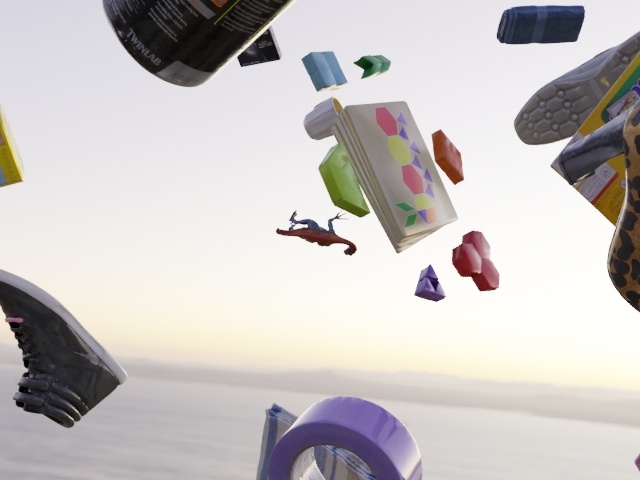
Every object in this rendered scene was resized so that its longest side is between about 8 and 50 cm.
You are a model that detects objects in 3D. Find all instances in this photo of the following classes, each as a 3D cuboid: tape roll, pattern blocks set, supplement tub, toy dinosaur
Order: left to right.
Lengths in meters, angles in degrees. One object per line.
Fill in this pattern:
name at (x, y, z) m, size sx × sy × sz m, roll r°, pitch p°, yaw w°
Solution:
supplement tub at (-0.119, -0.360, 1.159) m, size 0.316 × 0.193 × 0.194 m, roll -35°, pitch -29°, yaw 29°
toy dinosaur at (0.000, 0.000, 1.044) m, size 0.082 × 0.047 × 0.090 m, roll 27°, pitch 38°, yaw 15°
tape roll at (0.033, 0.305, 1.172) m, size 0.189 × 0.189 × 0.080 m, roll 1°, pitch 16°, yaw 24°
pattern blocks set at (0.094, -0.080, 1.079) m, size 0.026 × 0.324 × 0.285 m, roll -28°, pitch -16°, yaw 38°

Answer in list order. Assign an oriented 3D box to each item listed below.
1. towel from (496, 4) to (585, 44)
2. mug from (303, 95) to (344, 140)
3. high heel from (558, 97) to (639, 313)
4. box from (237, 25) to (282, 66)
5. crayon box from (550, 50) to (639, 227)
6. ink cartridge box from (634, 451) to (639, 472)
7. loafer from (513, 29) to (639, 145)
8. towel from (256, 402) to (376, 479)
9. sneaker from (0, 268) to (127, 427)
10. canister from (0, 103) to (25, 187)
towel at (0.321, -0.316, 1.306) m, size 0.119 × 0.029 × 0.067 m, roll -2°, pitch -32°, yaw -4°
mug at (0.009, -0.196, 1.469) m, size 0.064 × 0.062 × 0.078 m, roll -26°, pitch 7°, yaw 17°
high heel at (0.341, -0.009, 0.812) m, size 0.093 × 0.261 × 0.186 m, roll -34°, pitch -1°, yaw -24°
box at (-0.121, -0.364, 1.677) m, size 0.083 × 0.018 × 0.067 m, roll -6°, pitch -51°, yaw 19°
crayon box at (0.406, -0.133, 0.990) m, size 0.081 × 0.165 × 0.278 m, roll -17°, pitch -32°, yaw -46°
ink cartridge box at (0.581, 0.256, 1.286) m, size 0.186 × 0.065 × 0.311 m, roll -16°, pitch -36°, yaw -8°
loafer at (0.485, -0.264, 1.563) m, size 0.319 × 0.112 × 0.111 m, roll -29°, pitch -6°, yaw 35°
towel at (0.008, 0.427, 1.561) m, size 0.285 × 0.209 × 0.034 m, roll 28°, pitch 38°, yaw 24°
sneaker at (-0.444, 0.178, 1.398) m, size 0.105 × 0.147 × 0.295 m, roll -2°, pitch -46°, yaw 49°
canister at (-0.513, -0.117, 1.247) m, size 0.170 × 0.126 × 0.073 m, roll -16°, pitch 33°, yaw -9°
